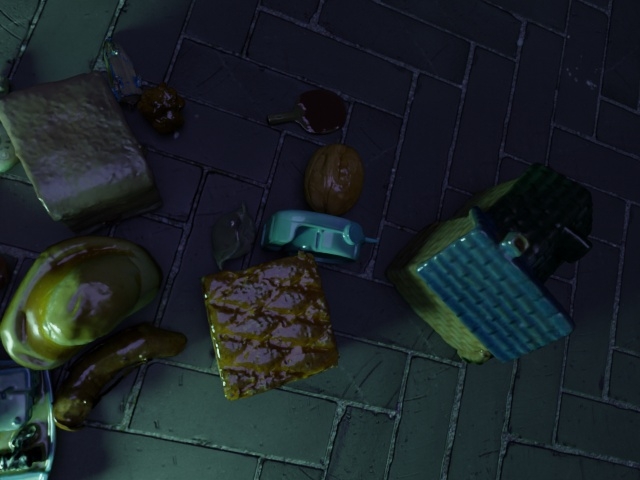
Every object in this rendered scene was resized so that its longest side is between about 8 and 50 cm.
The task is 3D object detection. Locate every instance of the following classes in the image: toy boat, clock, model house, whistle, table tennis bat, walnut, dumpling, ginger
[{"bbox_3d":[-0.501,-0.430,1.157,0.085,0.066,0.210,-17,75,-29],"label":"toy boat"},{"bbox_3d":[0.000,0.000,1.139,0.275,0.224,0.094,11,80,-14],"label":"clock"},{"bbox_3d":[0.487,0.062,1.173,0.445,0.400,0.395,-43,91,-17],"label":"model house"},{"bbox_3d":[-0.756,-0.261,1.061,0.126,0.067,0.257,4,76,-28],"label":"whistle"},{"bbox_3d":[-0.035,-0.354,1.289,0.235,0.022,0.130,-15,87,-18],"label":"table tennis bat"},{"bbox_3d":[-0.635,0.415,0.957,0.145,0.133,0.331,-2,83,-16],"label":"toy boat"},{"bbox_3d":[0.036,-0.160,1.211,0.159,0.159,0.206,13,72,-13],"label":"walnut"},{"bbox_3d":[-0.207,-0.015,1.137,0.108,0.127,0.187,27,72,-23],"label":"dumpling"},{"bbox_3d":[-0.461,0.281,1.036,0.309,0.107,0.133,-40,75,-23],"label":"ginger"}]

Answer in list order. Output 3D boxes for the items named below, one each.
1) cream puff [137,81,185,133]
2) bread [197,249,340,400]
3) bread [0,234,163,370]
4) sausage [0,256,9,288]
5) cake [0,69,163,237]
[{"bbox_3d":[-0.390,-0.324,1.143,0.116,0.122,0.094,-12,45,-37],"label":"cream puff"},{"bbox_3d":[-0.125,0.193,1.087,0.279,0.207,0.278,-15,85,-18],"label":"bread"},{"bbox_3d":[-0.488,0.103,0.936,0.301,0.341,0.210,-38,100,-12],"label":"bread"},{"bbox_3d":[-0.849,-0.037,0.989,0.419,0.094,0.094,42,89,-6],"label":"sausage"},{"bbox_3d":[-0.523,-0.190,1.026,0.230,0.237,0.308,-29,88,-20],"label":"cake"}]
